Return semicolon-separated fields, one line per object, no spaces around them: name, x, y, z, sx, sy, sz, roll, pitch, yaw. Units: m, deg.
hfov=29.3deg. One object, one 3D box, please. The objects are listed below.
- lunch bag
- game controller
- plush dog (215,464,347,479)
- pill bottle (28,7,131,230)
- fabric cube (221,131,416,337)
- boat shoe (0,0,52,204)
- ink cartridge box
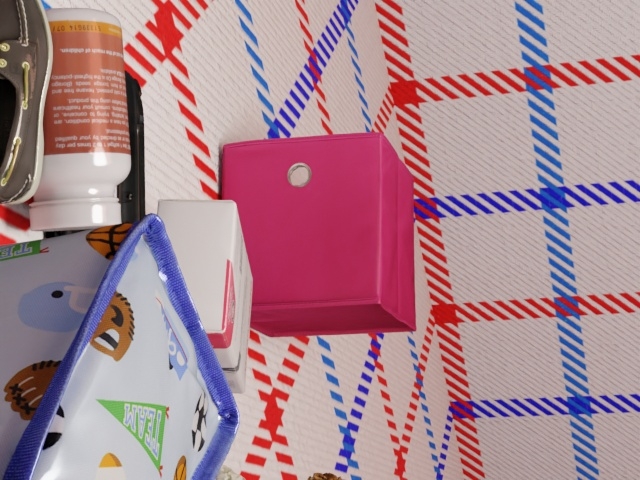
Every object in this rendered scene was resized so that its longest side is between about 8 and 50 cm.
lunch bag;-0.265;0.171;0.753;0.385;0.328;0.239;-71;148;-51
game controller;-0.253;-0.051;1.381;0.166;0.067;0.319;13;72;-59
plush dog;-0.031;0.397;1.514;0.211;0.225;0.262;-2;89;-59
pill bottle;-0.256;-0.119;1.247;0.121;0.121;0.216;1;85;-74
fabric cube;0.000;0.000;1.884;0.259;0.254;0.258;41;49;-69
boat shoe;-0.303;-0.149;1.160;0.069;0.081;0.227;-1;89;-78
ink cartridge box;-0.146;0.075;1.531;0.237;0.100;0.172;85;7;-66
